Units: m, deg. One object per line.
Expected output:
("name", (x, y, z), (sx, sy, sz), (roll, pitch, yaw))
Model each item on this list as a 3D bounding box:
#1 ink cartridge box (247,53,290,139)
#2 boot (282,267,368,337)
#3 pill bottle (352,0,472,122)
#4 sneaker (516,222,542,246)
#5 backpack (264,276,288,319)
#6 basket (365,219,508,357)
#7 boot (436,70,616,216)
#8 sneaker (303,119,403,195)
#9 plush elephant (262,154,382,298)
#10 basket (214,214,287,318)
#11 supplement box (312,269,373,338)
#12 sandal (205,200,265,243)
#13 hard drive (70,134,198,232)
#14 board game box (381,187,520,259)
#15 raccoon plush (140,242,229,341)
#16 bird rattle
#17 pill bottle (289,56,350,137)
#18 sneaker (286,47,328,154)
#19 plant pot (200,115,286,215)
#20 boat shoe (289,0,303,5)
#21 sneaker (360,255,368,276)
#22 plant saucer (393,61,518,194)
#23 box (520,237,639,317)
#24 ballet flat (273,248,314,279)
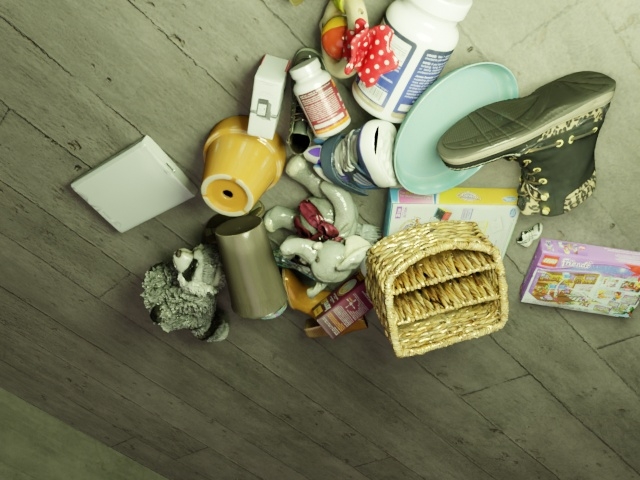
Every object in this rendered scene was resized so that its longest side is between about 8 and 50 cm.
("ink cartridge box", (-0.117, -0.320, 1.312), (0.063, 0.109, 0.150), (13, 134, -3))
("boot", (0.022, 0.173, 1.770), (0.211, 0.104, 0.295), (-16, 124, 13))
("pill bottle", (0.178, -0.378, 1.156), (0.153, 0.153, 0.265), (22, 134, -8))
("sneaker", (0.535, -0.016, 1.499), (0.037, 0.032, 0.083), (21, 133, -7))
("backpack", (-0.172, 0.146, 1.759), (0.152, 0.115, 0.182), (-15, 123, 28))
("basket", (0.276, 0.098, 1.351), (0.299, 0.223, 0.213), (-12, 137, -11))
("boot", (0.442, -0.168, 1.247), (0.377, 0.138, 0.284), (-26, 133, -6))
("sneaker", (0.056, -0.183, 1.298), (0.236, 0.130, 0.323), (6, 177, 19))
("plush elephant", (0.000, 0.000, 1.484), (0.330, 0.255, 0.272), (27, 133, -13))
("basket", (-0.189, 0.061, 1.546), (0.154, 0.204, 0.227), (-17, 114, -10))
("supplement box", (0.076, 0.182, 1.680), (0.188, 0.104, 0.081), (-39, 106, 1))
("sandal", (-0.235, -0.046, 1.633), (0.219, 0.090, 0.060), (-26, 144, 24))
("hard drive", (-0.518, -0.147, 1.620), (0.307, 0.040, 0.203), (-22, 124, 29))
("board game box", (0.319, -0.024, 1.480), (0.316, 0.064, 0.242), (1, 134, -3))
("raccoon plush", (-0.328, 0.147, 1.807), (0.299, 0.216, 0.446), (-23, 155, 17))
("bird rattle", (0.061, -0.402, 1.129), (0.143, 0.253, 0.207), (-15, 172, -21))
("pill bottle", (-0.003, -0.300, 1.229), (0.086, 0.086, 0.152), (-15, 117, 25))
("sneaker", (-0.030, -0.304, 1.300), (0.083, 0.118, 0.222), (6, 134, 8))
("plant pot", (-0.202, -0.167, 1.422), (0.205, 0.188, 0.205), (7, 134, 7))
("boat shoe", (-0.063, -0.539, 1.140), (0.056, 0.048, 0.153), (-34, 136, -17))
("sneaker", (0.203, 0.132, 1.640), (0.290, 0.106, 0.123), (25, 140, -30))
("plant saucer", (0.280, -0.237, 1.240), (0.317, 0.044, 0.317), (-21, 139, -20))
("box", (0.706, 0.102, 1.552), (0.293, 0.057, 0.201), (9, 135, 5))
("ballet flat", (-0.068, 0.055, 1.699), (0.188, 0.070, 0.070), (22, 134, -10))
